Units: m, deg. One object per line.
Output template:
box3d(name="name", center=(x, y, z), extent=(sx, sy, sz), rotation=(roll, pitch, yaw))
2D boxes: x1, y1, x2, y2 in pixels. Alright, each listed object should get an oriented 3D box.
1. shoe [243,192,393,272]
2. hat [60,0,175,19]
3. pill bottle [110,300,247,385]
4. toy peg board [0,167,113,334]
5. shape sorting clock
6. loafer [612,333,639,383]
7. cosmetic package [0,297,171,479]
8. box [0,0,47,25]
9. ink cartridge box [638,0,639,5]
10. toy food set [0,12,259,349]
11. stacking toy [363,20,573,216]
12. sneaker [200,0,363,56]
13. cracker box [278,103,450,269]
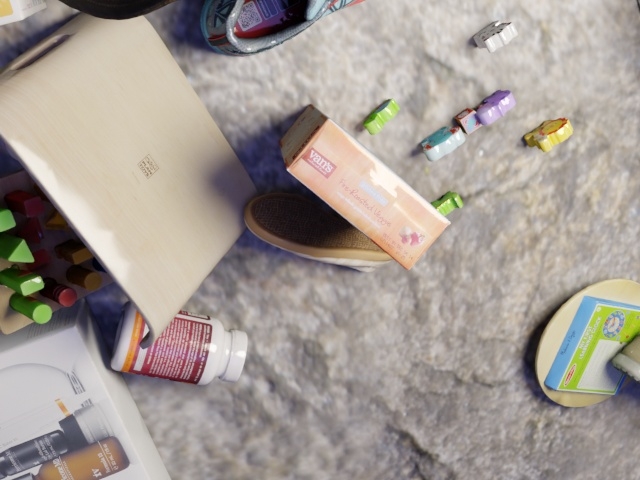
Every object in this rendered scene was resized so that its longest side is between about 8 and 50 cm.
box3d(name="shoe", center=(0.000, 0.000, 0.920), extent=(0.219, 0.077, 0.058), rotation=(14, 142, -31))
box3d(name="hat", center=(-0.114, -0.305, 0.722), extent=(0.331, 0.331, 0.134), rotation=(-38, 149, 2))
box3d(name="pill bottle", center=(-0.171, 0.129, 0.930), extent=(0.151, 0.086, 0.086), rotation=(14, 106, -17))
box3d(name="toy peg board", center=(-0.285, 0.003, 0.825), extent=(0.160, 0.079, 0.161), rotation=(-29, 118, -34))
box3d(name="shape sorting clock", center=(0.395, 0.147, 1.092), extent=(0.206, 0.040, 0.206), rotation=(-11, 118, -21))
box3d(name="loafer", center=(0.525, 0.193, 1.099), extent=(0.251, 0.094, 0.087), rotation=(27, 97, -35))
box3d(name="cosmetic package", center=(-0.356, 0.291, 0.943), extent=(0.284, 0.097, 0.378), rotation=(-20, 113, -3))
box3d(name="box", center=(-0.329, -0.245, 0.695), extent=(0.114, 0.203, 0.103), rotation=(-16, 112, -7))
box3d(name="ink cartridge box", center=(0.427, -0.300, 0.866), extent=(0.069, 0.176, 0.371), rotation=(-30, 113, -1))
box3d(name="toy food set", center=(-0.208, -0.070, 0.808), extent=(0.306, 0.092, 0.220), rotation=(58, 46, -24))
box3d(name="stacking toy", center=(0.181, -0.139, 0.935), extent=(0.221, 0.052, 0.167), rotation=(-35, 113, 2))
box3d(name="sneaker", center=(-0.002, -0.269, 0.805), extent=(0.261, 0.125, 0.104), rotation=(-35, 115, 1))
box3d(name="cracker box", center=(0.036, -0.067, 0.818), extent=(0.155, 0.232, 0.067), rotation=(39, 97, -12))
